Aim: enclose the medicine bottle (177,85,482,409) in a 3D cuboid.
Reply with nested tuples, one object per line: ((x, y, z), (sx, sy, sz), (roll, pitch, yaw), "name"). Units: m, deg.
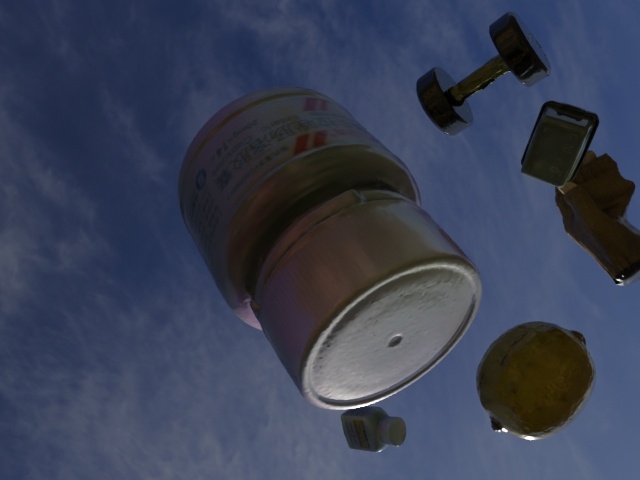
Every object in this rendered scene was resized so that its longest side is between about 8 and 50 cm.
((0.000, 0.000, 0.615), (0.241, 0.302, 0.241), (-20, -43, -20), "medicine bottle")

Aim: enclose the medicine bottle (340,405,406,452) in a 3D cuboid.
((0.102, 0.359, 1.090), (0.055, 0.118, 0.074), (-17, -86, -45), "medicine bottle")

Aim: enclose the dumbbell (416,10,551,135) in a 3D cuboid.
((0.448, -0.458, 1.601), (0.204, 0.322, 0.203), (33, -140, -34), "dumbbell")

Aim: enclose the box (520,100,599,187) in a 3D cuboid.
((0.503, -0.199, 1.226), (0.093, 0.124, 0.172), (-42, -32, -49), "box")

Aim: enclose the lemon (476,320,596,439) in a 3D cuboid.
((0.504, 0.324, 1.351), (0.260, 0.260, 0.284), (18, -74, -27), "lemon")

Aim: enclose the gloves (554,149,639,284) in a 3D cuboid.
((0.698, -0.058, 1.434), (0.203, 0.155, 0.356), (-10, -107, -27), "gloves")
